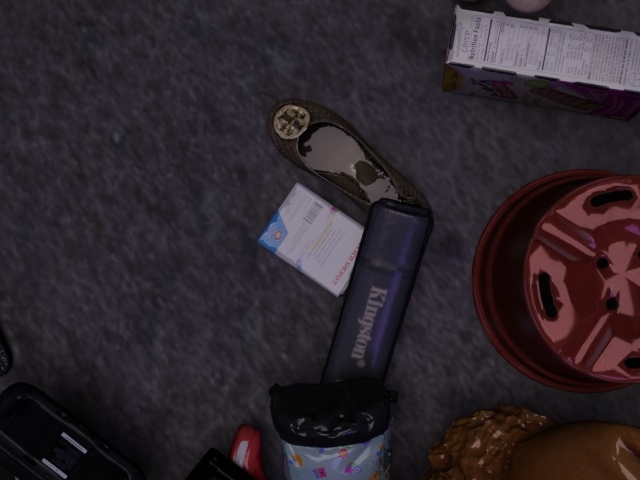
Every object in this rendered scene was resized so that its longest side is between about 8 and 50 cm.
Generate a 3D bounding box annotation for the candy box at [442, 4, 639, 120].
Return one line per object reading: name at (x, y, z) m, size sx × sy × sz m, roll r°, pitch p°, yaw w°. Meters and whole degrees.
candy box at (0.260, -0.200, 1.131) m, size 0.233 × 0.159 × 0.071 m, roll 11°, pitch 88°, yaw 7°

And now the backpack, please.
backpack at (0.016, 0.254, 1.134) m, size 0.151 × 0.115 × 0.182 m, roll -2°, pitch 121°, yaw 7°

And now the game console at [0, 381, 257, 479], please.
game console at (-0.224, 0.289, 1.128) m, size 0.361 × 0.044 × 0.213 m, roll 38°, pitch 100°, yaw -3°

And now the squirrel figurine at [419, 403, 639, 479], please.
squirrel figurine at (0.239, 0.380, 1.037) m, size 0.397 × 0.281 × 0.371 m, roll 15°, pitch 74°, yaw 23°

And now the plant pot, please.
plant pot at (0.306, 0.043, 1.063) m, size 0.272 × 0.265 × 0.273 m, roll 0°, pitch 88°, yaw 6°

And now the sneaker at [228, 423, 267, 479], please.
sneaker at (-0.056, 0.332, 1.188) m, size 0.128 × 0.087 × 0.221 m, roll 6°, pitch 100°, yaw -2°

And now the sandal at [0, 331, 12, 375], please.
sandal at (-0.444, 0.090, 1.254) m, size 0.067 × 0.040 × 0.179 m, roll -19°, pitch 100°, yaw 10°

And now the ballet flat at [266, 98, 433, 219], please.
ballet flat at (0.036, -0.088, 1.199) m, size 0.250 × 0.058 × 0.084 m, roll 41°, pitch 91°, yaw 6°

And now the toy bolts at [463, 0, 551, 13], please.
toy bolts at (0.256, -0.328, 1.119) m, size 0.218 × 0.228 × 0.159 m, roll 18°, pitch 102°, yaw -8°

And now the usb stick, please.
usb stick at (0.062, 0.084, 1.164) m, size 0.077 × 0.045 × 0.278 m, roll 14°, pitch 103°, yaw -7°

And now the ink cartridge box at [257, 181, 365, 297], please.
ink cartridge box at (0.000, 0.000, 1.202) m, size 0.122 × 0.052 × 0.088 m, roll 35°, pitch 91°, yaw 7°

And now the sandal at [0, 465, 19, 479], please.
sandal at (-0.413, 0.246, 1.222) m, size 0.302 × 0.086 × 0.120 m, roll 12°, pitch 94°, yaw 21°
